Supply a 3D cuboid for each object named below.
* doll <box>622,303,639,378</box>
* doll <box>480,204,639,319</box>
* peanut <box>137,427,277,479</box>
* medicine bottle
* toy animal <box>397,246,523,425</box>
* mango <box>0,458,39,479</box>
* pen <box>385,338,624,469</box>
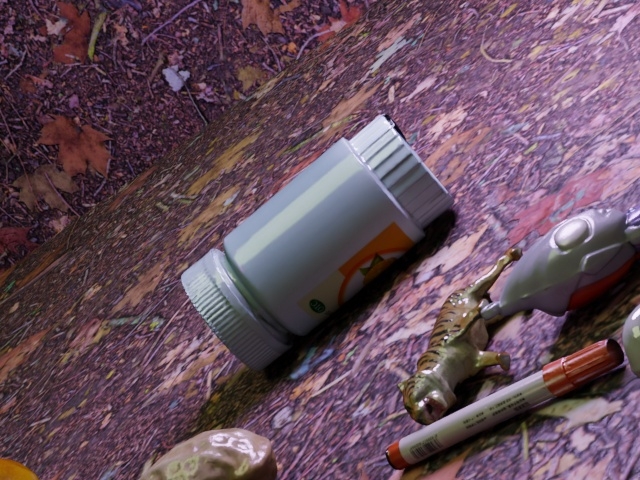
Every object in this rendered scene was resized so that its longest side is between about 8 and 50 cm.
[{"bbox_3d":[0.336,-0.013,0.971,0.252,0.111,0.237,-24,23,24],"label":"doll"},{"bbox_3d":[0.242,0.011,1.198,0.227,0.075,0.102,-29,0,4],"label":"doll"},{"bbox_3d":[-0.165,0.283,1.352,0.298,0.120,0.136,-33,23,19],"label":"peanut"},{"bbox_3d":[0.000,0.000,1.629,0.318,0.158,0.158,-40,16,7],"label":"medicine bottle"},{"bbox_3d":[0.139,0.081,1.272,0.099,0.057,0.241,-31,18,34],"label":"toy animal"},{"bbox_3d":[-0.444,0.383,1.736,0.221,0.120,0.151,-56,22,-20],"label":"mango"},{"bbox_3d":[0.151,0.141,1.145,0.239,0.028,0.028,-32,19,32],"label":"pen"}]
